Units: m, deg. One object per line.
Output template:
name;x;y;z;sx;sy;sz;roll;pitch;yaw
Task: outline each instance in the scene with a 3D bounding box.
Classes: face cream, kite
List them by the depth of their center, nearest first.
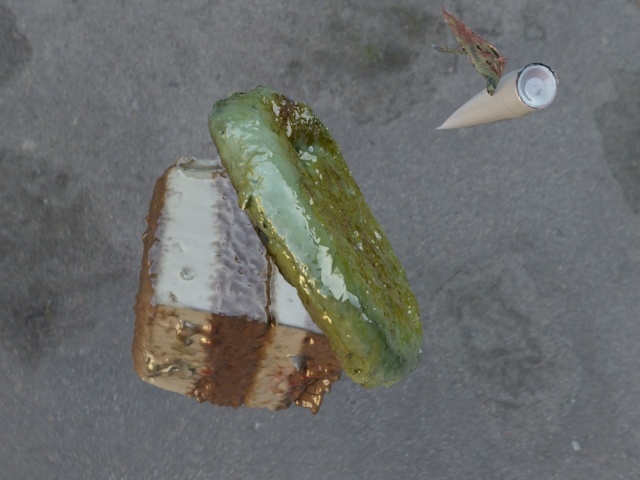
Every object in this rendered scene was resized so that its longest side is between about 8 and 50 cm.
kite;0.177;-0.227;1.031;0.011;0.156;0.139;-41;118;-9
face cream;0.233;-0.182;1.137;0.092;0.243;0.058;-27;95;-13

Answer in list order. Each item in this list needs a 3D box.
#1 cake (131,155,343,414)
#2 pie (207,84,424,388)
cake;-0.103;0.071;1.163;0.290;0.256;0.282;7;53;-12
pie;0.000;0.000;0.699;0.078;0.277;0.277;-29;76;15
